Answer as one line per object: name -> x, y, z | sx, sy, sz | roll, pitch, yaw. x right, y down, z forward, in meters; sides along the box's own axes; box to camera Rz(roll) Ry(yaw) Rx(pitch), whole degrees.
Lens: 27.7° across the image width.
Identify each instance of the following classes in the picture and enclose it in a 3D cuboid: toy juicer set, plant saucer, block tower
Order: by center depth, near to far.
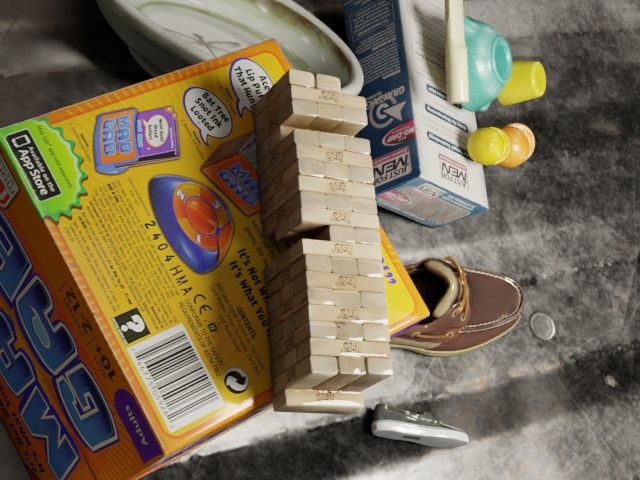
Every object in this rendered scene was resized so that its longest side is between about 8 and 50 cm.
block tower -> 0.000, 0.000, 1.301 | 0.091, 0.097, 0.335 | 6, 67, -26
plant saucer -> -0.139, -0.262, 1.711 | 0.400, 0.100, 0.400 | 23, 25, -12
toy juicer set -> 0.210, -0.215, 1.812 | 0.329, 0.090, 0.209 | 34, 60, -53

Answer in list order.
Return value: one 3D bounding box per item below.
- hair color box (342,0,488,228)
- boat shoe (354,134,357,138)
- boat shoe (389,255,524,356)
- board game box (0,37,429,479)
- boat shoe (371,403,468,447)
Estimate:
hair color box -> 0.133, -0.208, 1.862 | 0.174, 0.105, 0.347 | 20, 57, -47
boat shoe -> 0.005, -0.148, 1.827 | 0.152, 0.056, 0.049 | -12, 80, -32
boat shoe -> 0.152, 0.084, 1.764 | 0.342, 0.123, 0.123 | 1, 69, -29
board game box -> -0.175, 0.049, 1.455 | 0.356, 0.356, 0.356 | -24, 82, -34
boat shoe -> 0.134, 0.246, 1.730 | 0.142, 0.049, 0.040 | 13, 63, -21
